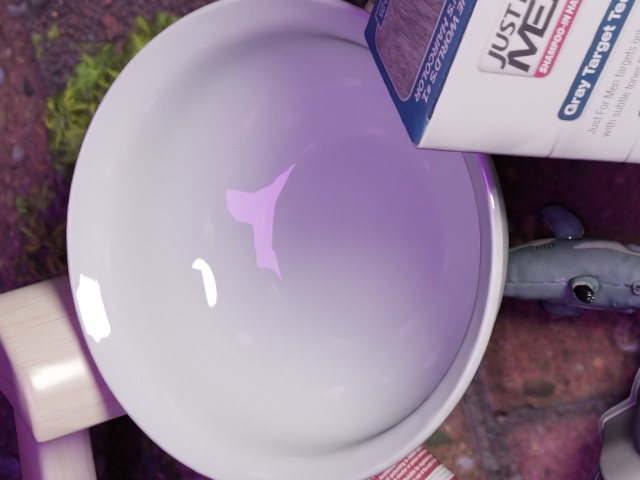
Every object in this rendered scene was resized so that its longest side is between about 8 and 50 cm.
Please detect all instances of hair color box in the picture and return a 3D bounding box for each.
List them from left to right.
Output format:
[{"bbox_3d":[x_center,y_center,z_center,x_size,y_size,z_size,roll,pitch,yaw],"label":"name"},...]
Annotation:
[{"bbox_3d":[0.215,-0.130,0.865,0.347,0.105,0.174,2,131,-23],"label":"hair color box"}]

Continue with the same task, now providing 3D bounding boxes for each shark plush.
[{"bbox_3d":[0.174,0.034,1.072,0.161,0.067,0.073,24,114,35],"label":"shark plush"}]

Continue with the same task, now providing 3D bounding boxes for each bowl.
[{"bbox_3d":[0.000,0.000,1.059,0.298,0.134,0.297,2,93,29],"label":"bowl"}]

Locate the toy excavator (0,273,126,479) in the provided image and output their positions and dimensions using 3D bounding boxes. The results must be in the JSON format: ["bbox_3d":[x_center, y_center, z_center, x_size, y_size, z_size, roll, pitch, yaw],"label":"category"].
[{"bbox_3d":[-0.136,0.304,1.173,0.445,0.222,0.433,56,151,29],"label":"toy excavator"}]

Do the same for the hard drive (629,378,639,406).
[{"bbox_3d":[0.276,0.188,1.099,0.203,0.040,0.307,22,108,16],"label":"hard drive"}]

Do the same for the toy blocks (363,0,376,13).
[{"bbox_3d":[0.080,-0.225,0.942,0.289,0.260,0.309,33,112,-2],"label":"toy blocks"}]

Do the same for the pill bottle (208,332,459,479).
[{"bbox_3d":[0.009,0.164,1.152,0.221,0.121,0.121,43,113,10],"label":"pill bottle"}]

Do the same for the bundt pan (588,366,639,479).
[{"bbox_3d":[0.304,0.193,1.000,0.331,0.124,0.330,4,103,19],"label":"bundt pan"}]
